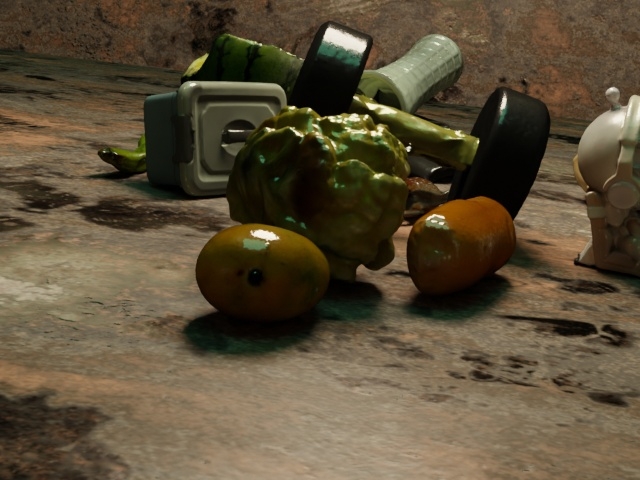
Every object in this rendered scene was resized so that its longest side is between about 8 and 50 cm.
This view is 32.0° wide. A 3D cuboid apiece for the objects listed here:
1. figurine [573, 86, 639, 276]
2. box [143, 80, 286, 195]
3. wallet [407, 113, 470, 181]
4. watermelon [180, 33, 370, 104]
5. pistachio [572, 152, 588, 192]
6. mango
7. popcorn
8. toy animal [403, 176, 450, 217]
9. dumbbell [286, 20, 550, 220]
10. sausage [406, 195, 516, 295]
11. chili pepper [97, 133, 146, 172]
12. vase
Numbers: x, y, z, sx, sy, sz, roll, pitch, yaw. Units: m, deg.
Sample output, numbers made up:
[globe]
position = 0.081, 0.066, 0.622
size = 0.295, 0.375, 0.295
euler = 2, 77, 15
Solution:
[figurine]
position = 0.393, -0.073, 1.399
size = 0.141, 0.236, 0.162
euler = 3, 8, 18
[box]
position = -0.150, -0.150, 1.640
size = 0.130, 0.162, 0.227
euler = 3, 7, 38
[wallet]
position = 0.139, -0.195, 2.088
size = 0.197, 0.051, 0.377
euler = -22, 35, -35
[watermelon]
position = -0.092, -0.214, 1.877
size = 0.331, 0.189, 0.331
euler = 25, 1, -1
[pistachio]
position = 0.531, -0.126, 1.910
size = 0.157, 0.157, 0.229
euler = 17, 11, 40
[mango]
position = -0.045, 0.030, 1.031
size = 0.111, 0.089, 0.163
euler = 15, 7, 37
[popcorn]
position = -0.003, -0.045, 1.190
size = 0.169, 0.189, 0.218
euler = 5, 4, -40
[toy animal]
position = 0.086, -0.082, 1.672
size = 0.243, 0.087, 0.260
euler = 28, 20, 27
[dumbbell]
position = 0.118, -0.143, 1.470
size = 0.322, 0.203, 0.204
euler = 21, 12, -2
[sausage]
position = 0.156, 0.003, 1.221
size = 0.098, 0.098, 0.238
euler = 12, 12, 24
[chili pepper]
position = -0.285, -0.132, 1.722
size = 0.052, 0.050, 0.201
euler = -7, 11, 11
[vase]
position = 0.160, -0.293, 2.076
size = 0.143, 0.143, 0.299
euler = 12, 31, 25
